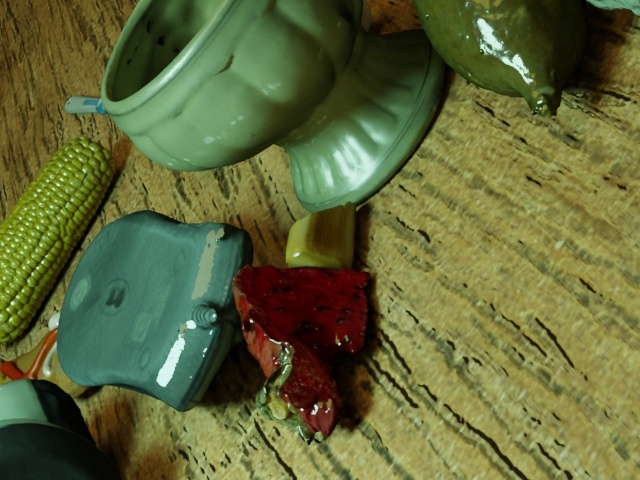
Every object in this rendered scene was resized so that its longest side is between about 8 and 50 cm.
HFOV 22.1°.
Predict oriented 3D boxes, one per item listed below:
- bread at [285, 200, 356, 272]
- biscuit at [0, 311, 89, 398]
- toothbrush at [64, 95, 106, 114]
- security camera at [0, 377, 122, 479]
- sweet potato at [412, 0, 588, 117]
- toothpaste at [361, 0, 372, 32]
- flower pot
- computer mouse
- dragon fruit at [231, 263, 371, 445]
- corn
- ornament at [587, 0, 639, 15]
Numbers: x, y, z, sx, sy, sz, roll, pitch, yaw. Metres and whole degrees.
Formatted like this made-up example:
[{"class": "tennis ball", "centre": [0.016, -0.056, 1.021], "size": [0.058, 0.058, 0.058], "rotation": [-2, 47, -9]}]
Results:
[{"class": "bread", "centre": [-0.001, -0.001, 1.502], "size": [0.103, 0.062, 0.049], "rotation": [-85, 15, -49]}, {"class": "biscuit", "centre": [-0.339, 0.162, 1.903], "size": [0.324, 0.049, 0.205], "rotation": [-23, 30, 41]}, {"class": "toothbrush", "centre": [-0.311, -0.199, 2.343], "size": [0.040, 0.040, 0.386], "rotation": [-60, 24, -9]}, {"class": "security camera", "centre": [-0.298, 0.239, 1.598], "size": [0.191, 0.197, 0.277], "rotation": [-29, 19, -8]}, {"class": "sweet potato", "centre": [0.137, -0.235, 1.408], "size": [0.158, 0.158, 0.369], "rotation": [-46, 54, 20]}, {"class": "toothpaste", "centre": [-0.047, -0.213, 1.856], "size": [0.323, 0.066, 0.100], "rotation": [-17, 49, 61]}, {"class": "flower pot", "centre": [-0.037, -0.172, 1.565], "size": [0.307, 0.244, 0.307], "rotation": [-42, 26, 26]}, {"class": "computer mouse", "centre": [-0.145, 0.071, 1.598], "size": [0.371, 0.122, 0.188], "rotation": [3, 74, 65]}, {"class": "dragon fruit", "centre": [-0.006, 0.105, 1.401], "size": [0.192, 0.123, 0.092], "rotation": [-109, 17, -57]}, {"class": "corn", "centre": [-0.369, 0.002, 2.124], "size": [0.305, 0.106, 0.106], "rotation": [-58, 24, -11]}, {"class": "ornament", "centre": [0.288, -0.306, 1.283], "size": [0.285, 0.120, 0.130], "rotation": [-56, 22, -4]}]
